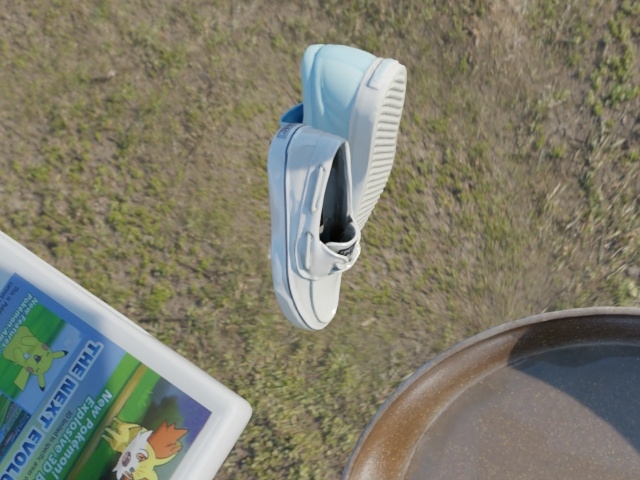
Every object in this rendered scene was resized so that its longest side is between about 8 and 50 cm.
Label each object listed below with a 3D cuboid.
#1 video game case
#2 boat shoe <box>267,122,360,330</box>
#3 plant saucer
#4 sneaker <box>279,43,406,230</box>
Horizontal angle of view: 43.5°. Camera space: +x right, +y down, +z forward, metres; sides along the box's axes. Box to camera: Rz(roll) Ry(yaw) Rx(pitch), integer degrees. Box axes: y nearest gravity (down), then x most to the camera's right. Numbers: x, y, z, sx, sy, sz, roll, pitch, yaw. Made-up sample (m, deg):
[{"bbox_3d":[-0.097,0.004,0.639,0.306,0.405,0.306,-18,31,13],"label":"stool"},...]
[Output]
[{"bbox_3d":[-0.246,0.159,0.477,0.299,0.036,0.329,30,83,20],"label":"video game case"},{"bbox_3d":[0.000,0.000,0.877,0.084,0.258,0.095,15,41,30],"label":"boat shoe"},{"bbox_3d":[0.160,0.180,0.429,0.310,0.050,0.311,4,101,18],"label":"plant saucer"},{"bbox_3d":[0.017,-0.126,1.116,0.150,0.366,0.135,28,51,14],"label":"sneaker"}]
